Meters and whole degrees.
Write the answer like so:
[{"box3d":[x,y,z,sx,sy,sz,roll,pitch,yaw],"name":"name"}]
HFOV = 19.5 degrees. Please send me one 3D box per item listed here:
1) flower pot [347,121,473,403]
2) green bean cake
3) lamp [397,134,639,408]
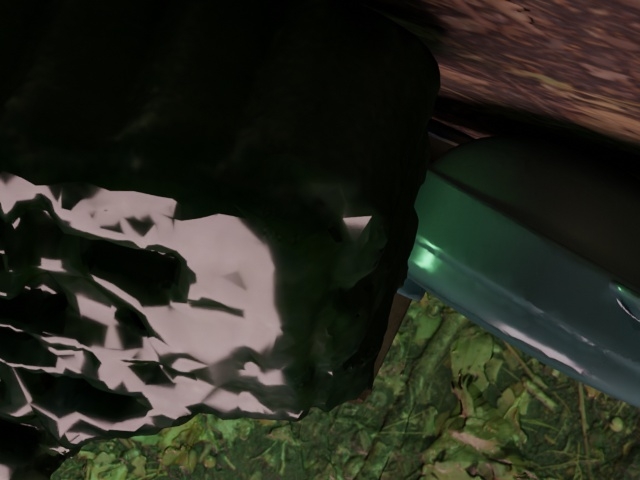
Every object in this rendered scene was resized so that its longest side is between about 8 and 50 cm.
[{"box3d":[0.000,0.000,1.312,0.212,0.203,0.212,18,-178,-1],"name":"flower pot"},{"box3d":[-0.112,0.002,0.921,0.308,0.169,0.300,13,139,5],"name":"green bean cake"},{"box3d":[0.118,0.012,1.109,0.284,0.147,0.209,9,171,28],"name":"lamp"}]
